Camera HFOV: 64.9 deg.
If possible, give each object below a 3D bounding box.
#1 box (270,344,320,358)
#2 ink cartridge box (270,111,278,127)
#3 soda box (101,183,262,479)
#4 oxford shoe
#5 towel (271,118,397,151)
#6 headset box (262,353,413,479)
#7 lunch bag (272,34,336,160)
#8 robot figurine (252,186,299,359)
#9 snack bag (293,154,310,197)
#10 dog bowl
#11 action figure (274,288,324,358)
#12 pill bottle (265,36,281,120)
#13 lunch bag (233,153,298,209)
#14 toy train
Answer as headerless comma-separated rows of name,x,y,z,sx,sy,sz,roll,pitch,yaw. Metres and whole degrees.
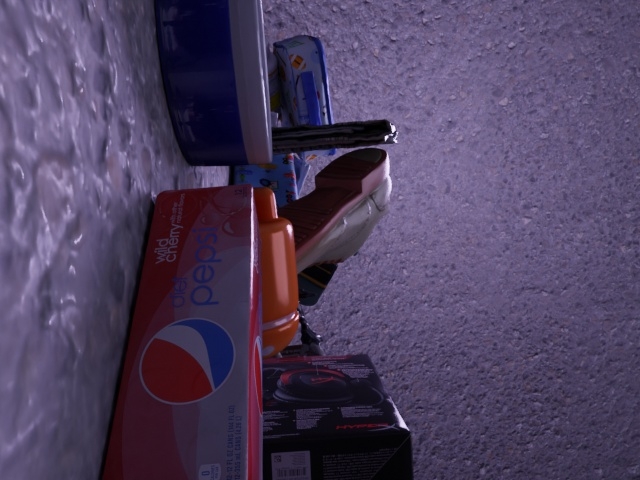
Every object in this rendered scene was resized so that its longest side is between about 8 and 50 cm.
box,-0.076,0.338,1.087,0.203,0.169,0.166,92,-7,-60
ink cartridge box,-0.138,-0.231,0.945,0.063,0.115,0.029,-114,-149,-81
soda box,-0.094,0.074,0.403,0.083,0.092,0.263,88,-4,-50
oxford shoe,0.000,0.000,0.839,0.141,0.397,0.146,19,-41,44
towel,-0.011,-0.186,0.958,0.324,0.313,0.056,-39,128,-76
headset box,-0.031,0.217,0.581,0.293,0.218,0.110,-144,-128,-85
lunch bag,-0.037,-0.351,1.266,0.243,0.115,0.303,-125,-158,-62
robot figurine,-0.089,0.048,0.601,0.158,0.128,0.219,-141,-133,-76
snack bag,-0.110,-0.071,1.323,0.323,0.037,0.342,-127,-128,-67
dog bowl,-0.122,-0.227,0.640,0.265,0.104,0.264,176,-90,-86
action figure,-0.085,0.178,0.842,0.140,0.164,0.275,74,16,-50
pill bottle,-0.160,-0.386,1.233,0.214,0.118,0.117,90,-5,-50
lunch bag,-0.145,-0.039,1.179,0.293,0.138,0.220,107,-19,-44
toy train,-0.015,0.031,1.126,0.190,0.142,0.334,-59,-177,2
